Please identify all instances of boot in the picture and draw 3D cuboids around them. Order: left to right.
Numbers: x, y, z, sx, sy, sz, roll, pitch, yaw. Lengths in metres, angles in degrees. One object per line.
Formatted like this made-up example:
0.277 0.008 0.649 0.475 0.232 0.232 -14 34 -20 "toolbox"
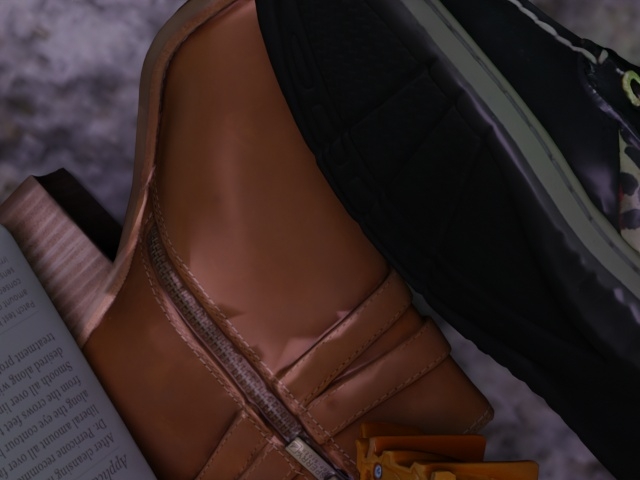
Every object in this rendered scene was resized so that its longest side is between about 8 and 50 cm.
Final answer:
0.000 0.000 0.571 0.152 0.073 0.197 45 111 0 "boot"
0.112 -0.034 0.521 0.236 0.085 0.178 47 63 4 "boot"

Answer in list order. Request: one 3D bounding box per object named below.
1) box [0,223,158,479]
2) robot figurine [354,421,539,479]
-0.117 0.104 0.560 0.130 0.091 0.170 -27 95 36 "box"
0.068 0.201 0.561 0.211 0.085 0.291 3 99 -25 "robot figurine"
